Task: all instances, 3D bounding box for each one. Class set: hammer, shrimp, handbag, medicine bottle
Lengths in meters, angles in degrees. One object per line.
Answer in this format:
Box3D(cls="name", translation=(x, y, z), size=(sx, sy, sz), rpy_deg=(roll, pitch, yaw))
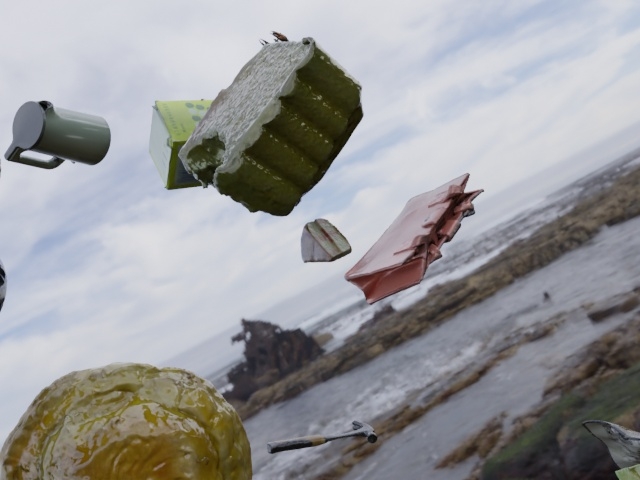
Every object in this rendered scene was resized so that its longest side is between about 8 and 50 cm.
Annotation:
Box3D(cls="hammer", translation=(0.000, 0.367, 1.272), size=(0.201, 0.021, 0.078), rpy_deg=(-6, 7, -10))
Box3D(cls="shrimp", translation=(-0.065, -0.329, 1.178), size=(0.038, 0.029, 0.092), rpy_deg=(-54, -38, 8))
Box3D(cls="handbag", translation=(0.141, -0.006, 1.024), size=(0.212, 0.059, 0.157), rpy_deg=(-49, 11, -33))
Box3D(cls="medicine bottle", translation=(-0.232, -0.212, 1.490), size=(0.250, 0.137, 0.141), rpy_deg=(-9, -44, -29))

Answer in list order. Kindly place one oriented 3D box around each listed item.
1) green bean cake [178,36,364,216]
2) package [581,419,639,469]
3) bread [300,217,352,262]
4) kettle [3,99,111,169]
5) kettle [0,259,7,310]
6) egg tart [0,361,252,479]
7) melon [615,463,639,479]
Box3D(cls="green bean cake", translation=(-0.068, -0.147, 0.929), size=(0.233, 0.124, 0.236), rpy_deg=(-54, 28, -2))
Box3D(cls="package", translation=(0.533, 0.345, 1.097), size=(0.166, 0.232, 0.040), rpy_deg=(-9, 46, 46))
Box3D(cls="bread", translation=(0.000, 0.000, 0.968), size=(0.043, 0.062, 0.109), rpy_deg=(-20, 2, -24))
Box3D(cls="kettle", translation=(-0.484, -0.193, 1.264), size=(0.127, 0.098, 0.148), rpy_deg=(-13, -9, 30))
Box3D(cls="kettle", translation=(-0.405, 0.010, 0.497), size=(0.207, 0.268, 0.290), rpy_deg=(-27, -49, -2))
Box3D(cls="egg tart", translation=(-0.217, 0.294, 0.807), size=(0.319, 0.318, 0.128), rpy_deg=(-26, 8, -21))
Box3D(cls="melon", translation=(0.480, 0.306, 0.916), size=(0.118, 0.064, 0.209), rpy_deg=(2, -37, -27))
